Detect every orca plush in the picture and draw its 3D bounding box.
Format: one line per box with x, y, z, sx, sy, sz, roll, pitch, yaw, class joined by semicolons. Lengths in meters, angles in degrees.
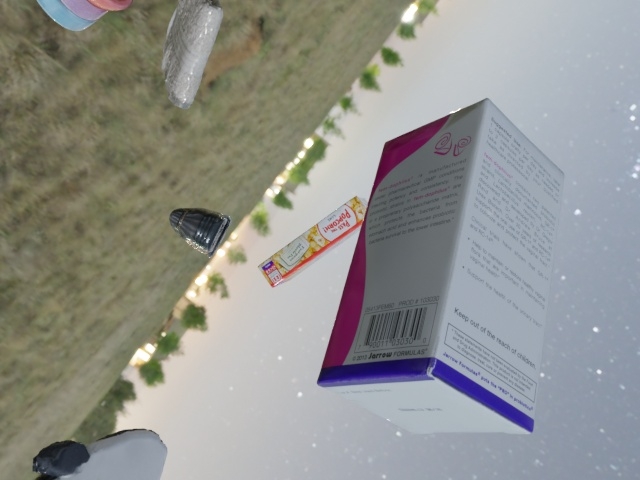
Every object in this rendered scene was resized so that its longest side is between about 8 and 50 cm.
-0.259;0.296;0.662;0.102;0.151;0.287;-24;-150;34;orca plush

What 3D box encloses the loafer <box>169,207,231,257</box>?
-0.156;-0.018;0.911;0.062;0.061;0.170;-64;-178;-9;loafer

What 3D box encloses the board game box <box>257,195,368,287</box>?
0.000;0.000;1.156;0.193;0.045;0.147;-36;176;9;board game box

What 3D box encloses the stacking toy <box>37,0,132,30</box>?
-0.402;-0.444;0.942;0.130;0.280;0.309;-17;162;22;stacking toy

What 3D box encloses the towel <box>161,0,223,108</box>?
-0.236;-0.375;1.259;0.187;0.049;0.282;-65;-153;26;towel

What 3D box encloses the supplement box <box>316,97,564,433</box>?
0.097;0.022;0.527;0.111;0.114;0.220;-17;-131;48;supplement box
